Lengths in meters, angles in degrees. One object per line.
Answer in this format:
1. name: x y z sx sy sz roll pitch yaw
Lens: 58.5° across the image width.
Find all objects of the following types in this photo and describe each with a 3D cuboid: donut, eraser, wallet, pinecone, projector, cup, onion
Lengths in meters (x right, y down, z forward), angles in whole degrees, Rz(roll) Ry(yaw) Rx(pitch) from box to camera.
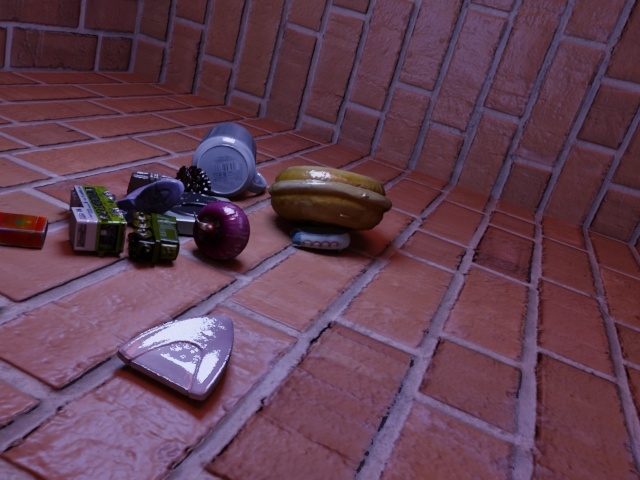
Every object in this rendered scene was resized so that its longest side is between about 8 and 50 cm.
1. donut: 0.033 -0.147 2.040 0.450 0.197 0.449 8 -4 1
2. eraser: -0.263 0.229 1.195 0.205 0.059 0.243 22 25 17
3. wallet: -0.576 -0.186 1.953 0.153 0.118 0.038 8 53 -26
4. pinecone: -0.454 -0.201 2.048 0.140 0.140 0.121 34 16 38
5. projector: -0.411 -0.097 1.882 0.258 0.079 0.259 6 22 -21
6. cup: -0.344 -0.294 2.271 0.323 0.237 0.326 42 13 -19
7. onion: -0.289 -0.029 1.665 0.178 0.177 0.153 18 19 5

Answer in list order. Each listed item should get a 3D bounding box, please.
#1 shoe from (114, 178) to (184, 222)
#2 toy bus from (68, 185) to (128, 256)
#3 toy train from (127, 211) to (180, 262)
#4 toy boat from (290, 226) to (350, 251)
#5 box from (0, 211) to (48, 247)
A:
1. shoe: -0.512 -0.134 1.751 0.245 0.095 0.137 -19 22 18
2. toy bus: -0.638 -0.065 1.610 0.139 0.113 0.302 2 22 -32
3. toy train: -0.467 -0.009 1.613 0.137 0.090 0.225 10 21 -24
4. toy boat: 0.000 0.000 1.965 0.208 0.078 0.134 1 12 -10
5. box: -0.804 -0.030 1.477 0.175 0.048 0.112 7 21 -21
